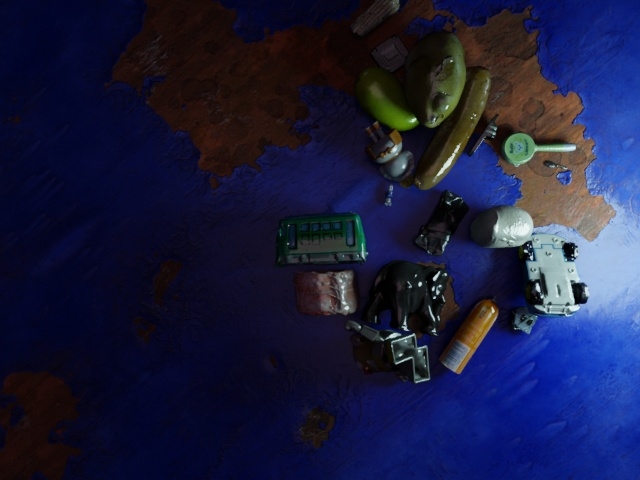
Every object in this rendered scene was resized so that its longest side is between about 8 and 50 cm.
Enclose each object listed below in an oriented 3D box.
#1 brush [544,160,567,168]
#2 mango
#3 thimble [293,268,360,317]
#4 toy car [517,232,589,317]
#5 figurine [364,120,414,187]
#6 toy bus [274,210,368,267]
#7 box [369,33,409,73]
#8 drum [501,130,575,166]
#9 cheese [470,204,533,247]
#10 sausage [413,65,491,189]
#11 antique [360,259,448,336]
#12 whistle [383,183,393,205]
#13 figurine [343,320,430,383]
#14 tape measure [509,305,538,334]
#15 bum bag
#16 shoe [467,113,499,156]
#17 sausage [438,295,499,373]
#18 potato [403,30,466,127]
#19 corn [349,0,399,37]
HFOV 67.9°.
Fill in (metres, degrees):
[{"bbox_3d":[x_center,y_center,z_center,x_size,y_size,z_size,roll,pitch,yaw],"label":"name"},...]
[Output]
[{"bbox_3d":[0.869,-0.276,1.756,0.083,0.008,0.024,15,87,6],"label":"brush"},{"bbox_3d":[0.250,-0.518,1.763,0.293,0.143,0.175,39,85,-5],"label":"mango"},{"bbox_3d":[0.023,0.188,1.721,0.239,0.239,0.162,-3,89,6],"label":"thimble"},{"bbox_3d":[0.803,0.124,1.684,0.198,0.166,0.314,0,60,4],"label":"toy car"},{"bbox_3d":[0.259,-0.312,1.751,0.143,0.143,0.271,-30,87,4],"label":"figurine"},{"bbox_3d":[0.000,0.000,1.749,0.344,0.183,0.199,-3,85,5],"label":"toy bus"},{"bbox_3d":[0.270,-0.707,1.816,0.126,0.027,0.125,-34,86,4],"label":"box"},{"bbox_3d":[0.791,-0.358,1.745,0.253,0.049,0.130,-16,87,5],"label":"drum"},{"bbox_3d":[0.647,-0.049,1.687,0.189,0.198,0.154,4,86,-4],"label":"cheese"},{"bbox_3d":[0.487,-0.403,1.735,0.136,0.123,0.500,25,92,-29],"label":"sausage"},{"bbox_3d":[0.319,0.196,1.693,0.322,0.185,0.255,17,80,-27],"label":"antique"},{"bbox_3d":[0.262,-0.172,1.805,0.033,0.029,0.083,7,96,-31],"label":"whistle"},{"bbox_3d":[0.228,0.400,1.684,0.167,0.285,0.342,-33,106,-33],"label":"figurine"},{"bbox_3d":[0.737,0.287,1.734,0.091,0.054,0.094,19,93,0],"label":"tape measure"},{"bbox_3d":[0.453,-0.062,1.767,0.123,0.060,0.248,30,91,6],"label":"bum bag"},{"bbox_3d":[0.613,-0.378,1.755,0.049,0.071,0.179,34,98,5],"label":"shoe"},{"bbox_3d":[0.554,0.332,1.733,0.093,0.093,0.312,33,92,5],"label":"sausage"},{"bbox_3d":[0.399,-0.557,1.659,0.218,0.202,0.350,-8,68,33],"label":"potato"},{"bbox_3d":[0.206,-0.854,1.804,0.211,0.087,0.087,-39,85,10],"label":"corn"}]
